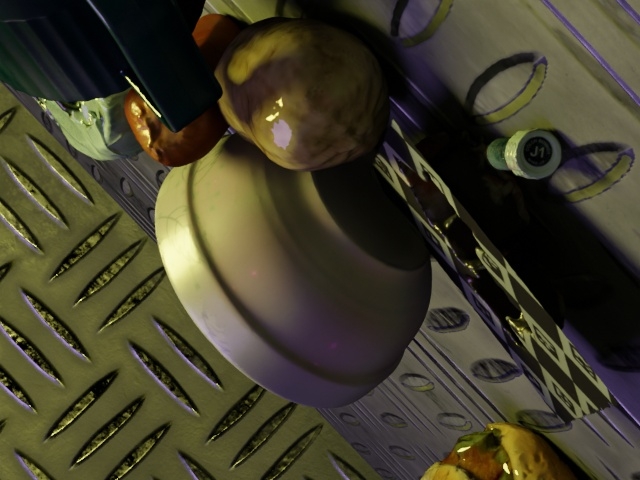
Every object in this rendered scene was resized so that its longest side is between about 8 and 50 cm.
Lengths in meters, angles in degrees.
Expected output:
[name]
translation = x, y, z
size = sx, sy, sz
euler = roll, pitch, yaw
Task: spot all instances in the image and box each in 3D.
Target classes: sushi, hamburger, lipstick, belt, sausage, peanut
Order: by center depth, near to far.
[lipstick]
translation = 0.143, -0.063, 1.205
size = 0.037, 0.037, 0.116
euler = 47, 175, -8
[sushi]
translation = 0.159, 0.020, 1.377
size = 0.292, 0.059, 0.294
euler = 53, 174, 5
[peanut]
translation = -0.020, -0.122, 1.389
size = 0.137, 0.122, 0.253
euler = 42, 175, -23
[sausage]
translation = -0.111, -0.143, 1.534
size = 0.089, 0.083, 0.300
euler = 56, -161, -14
[belt]
translation = -0.266, -0.212, 1.914
size = 0.257, 0.150, 0.207
euler = 50, 157, 4
[hamburger]
translation = 0.227, 0.315, 2.010
size = 0.209, 0.162, 0.330
euler = 51, 172, -15

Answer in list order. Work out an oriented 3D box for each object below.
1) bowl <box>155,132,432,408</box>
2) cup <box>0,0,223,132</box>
[bowl]
translation = 0.000, 0.000, 1.540
size = 0.287, 0.143, 0.287
euler = 34, -145, -28
[cup]
translation = -0.202, -0.260, 1.317
size = 0.307, 0.242, 0.292
euler = 19, 163, 16
